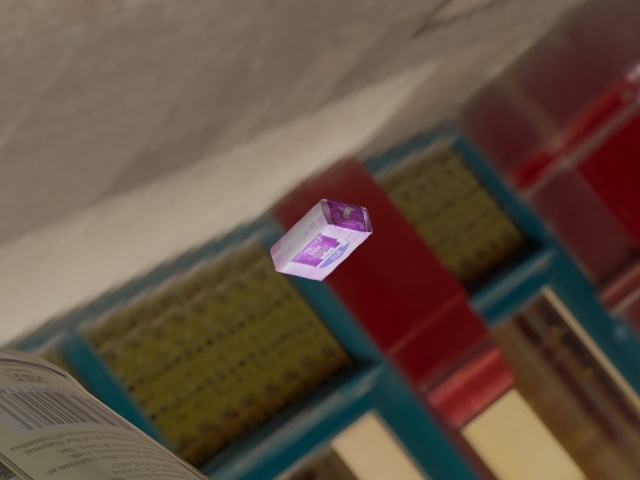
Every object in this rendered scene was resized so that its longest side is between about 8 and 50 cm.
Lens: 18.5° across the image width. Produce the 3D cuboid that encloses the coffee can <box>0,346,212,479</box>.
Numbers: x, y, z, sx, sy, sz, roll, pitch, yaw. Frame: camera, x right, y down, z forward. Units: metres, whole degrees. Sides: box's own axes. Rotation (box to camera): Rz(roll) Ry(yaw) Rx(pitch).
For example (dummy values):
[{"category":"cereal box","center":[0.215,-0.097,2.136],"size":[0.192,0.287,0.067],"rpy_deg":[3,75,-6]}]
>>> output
[{"category":"coffee can","center":[-0.092,0.184,0.792],"size":[0.201,0.275,0.202],"rpy_deg":[-17,119,-34]}]

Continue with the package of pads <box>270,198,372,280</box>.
[{"category":"package of pads","center":[0.000,0.000,1.652],"size":[0.050,0.032,0.083],"rpy_deg":[11,142,-33]}]
